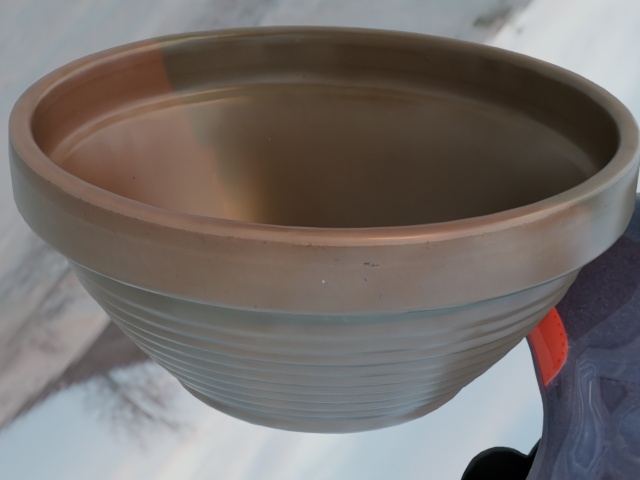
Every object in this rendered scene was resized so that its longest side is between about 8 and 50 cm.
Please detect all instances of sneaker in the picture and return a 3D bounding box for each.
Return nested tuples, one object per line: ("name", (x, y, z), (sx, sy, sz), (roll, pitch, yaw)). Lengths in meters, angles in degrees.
("sneaker", (0.136, 0.154, 0.801), (0.148, 0.350, 0.131), (-10, -179, 13))

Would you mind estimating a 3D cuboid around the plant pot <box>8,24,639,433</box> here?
("plant pot", (0.000, 0.000, 0.689), (0.237, 0.237, 0.109), (-64, 158, -65))
